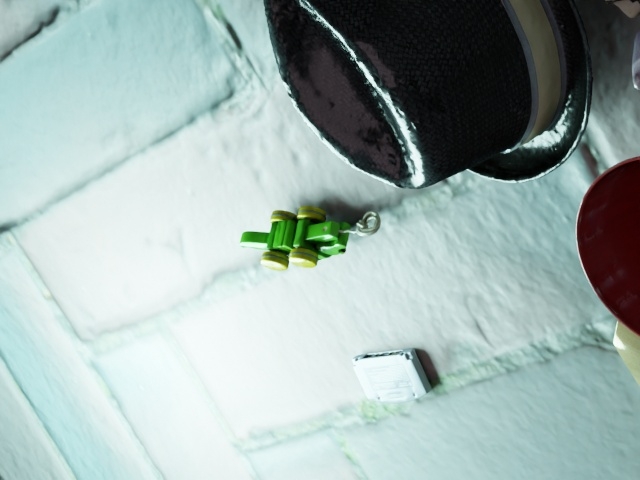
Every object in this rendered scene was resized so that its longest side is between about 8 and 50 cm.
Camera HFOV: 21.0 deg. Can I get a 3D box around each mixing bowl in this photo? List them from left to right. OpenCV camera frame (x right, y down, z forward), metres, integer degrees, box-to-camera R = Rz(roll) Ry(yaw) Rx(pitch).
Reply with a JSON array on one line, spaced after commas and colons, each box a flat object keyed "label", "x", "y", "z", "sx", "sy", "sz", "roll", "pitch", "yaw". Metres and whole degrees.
[{"label": "mixing bowl", "x": 0.309, "y": -0.006, "z": 1.389, "sx": 0.181, "sy": 0.098, "sz": 0.181, "roll": 22, "pitch": 130, "yaw": 30}]

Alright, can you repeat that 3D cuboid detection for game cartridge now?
[{"label": "game cartridge", "x": 0.074, "y": 0.139, "z": 1.754, "sx": 0.083, "sy": 0.017, "sz": 0.056, "roll": -10, "pitch": 107, "yaw": 44}]

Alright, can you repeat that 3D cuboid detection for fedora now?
[{"label": "fedora", "x": 0.061, "y": -0.164, "z": 1.422, "sx": 0.334, "sy": 0.152, "sz": 0.334, "roll": 34, "pitch": 146, "yaw": 27}]

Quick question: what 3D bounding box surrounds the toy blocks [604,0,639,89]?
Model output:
[{"label": "toy blocks", "x": 0.218, "y": -0.240, "z": 1.190, "sx": 0.288, "sy": 0.260, "sz": 0.309, "roll": 46, "pitch": 137, "yaw": 6}]

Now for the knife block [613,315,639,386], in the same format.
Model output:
[{"label": "knife block", "x": 0.406, "y": 0.131, "z": 1.406, "sx": 0.242, "sy": 0.088, "sz": 0.275, "roll": -28, "pitch": 97, "yaw": 47}]

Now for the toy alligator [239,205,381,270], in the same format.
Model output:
[{"label": "toy alligator", "x": 0.000, "y": 0.000, "z": 1.702, "sx": 0.190, "sy": 0.056, "sz": 0.051, "roll": -7, "pitch": 155, "yaw": 42}]
